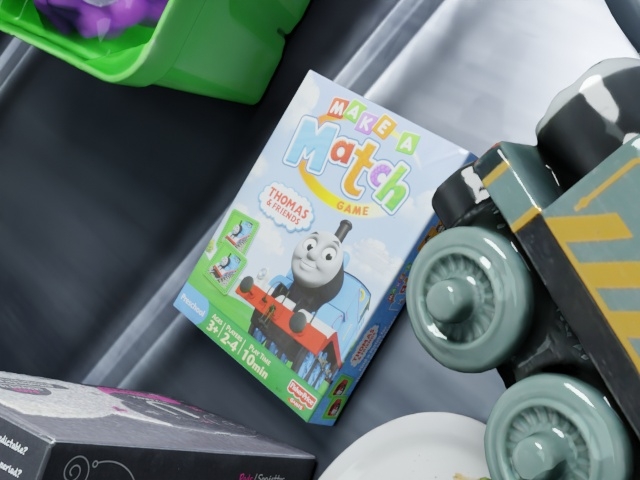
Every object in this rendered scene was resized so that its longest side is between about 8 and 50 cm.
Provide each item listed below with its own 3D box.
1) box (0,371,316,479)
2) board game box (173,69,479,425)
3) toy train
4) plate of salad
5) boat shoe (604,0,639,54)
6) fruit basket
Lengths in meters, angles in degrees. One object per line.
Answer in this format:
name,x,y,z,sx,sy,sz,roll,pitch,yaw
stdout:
box,-0.145,0.170,0.552,0.163,0.247,0.142,14,83,35
board game box,0.000,0.000,0.635,0.160,0.039,0.212,34,95,36
toy train,0.177,0.070,0.416,0.190,0.142,0.334,-45,58,34
plate of salad,0.042,0.191,0.516,0.199,0.048,0.200,-28,41,28
boat shoe,0.214,-0.240,0.520,0.156,0.136,0.367,-28,53,20
fruit basket,-0.154,-0.317,0.631,0.283,0.392,0.392,28,93,36
